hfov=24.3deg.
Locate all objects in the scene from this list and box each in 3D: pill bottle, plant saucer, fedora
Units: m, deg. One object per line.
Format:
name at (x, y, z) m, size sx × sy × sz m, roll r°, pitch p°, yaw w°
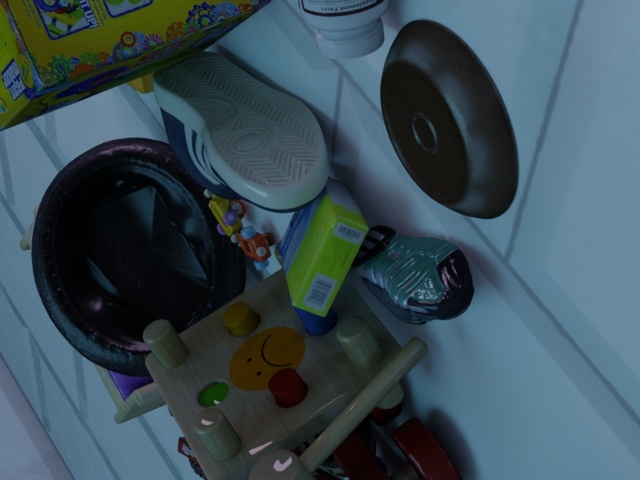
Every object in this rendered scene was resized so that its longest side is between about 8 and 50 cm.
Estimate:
pill bottle at (0.017, -0.248, 1.361) m, size 0.086 × 0.086 × 0.152 m, roll 38°, pitch 146°, yaw 49°
plant saucer at (0.109, -0.105, 1.375) m, size 0.198 × 0.036 × 0.198 m, roll 48°, pitch 153°, yaw 34°
fedora at (-0.240, 0.026, 2.092) m, size 0.334 × 0.334 × 0.152 m, roll 61°, pitch -172°, yaw 11°

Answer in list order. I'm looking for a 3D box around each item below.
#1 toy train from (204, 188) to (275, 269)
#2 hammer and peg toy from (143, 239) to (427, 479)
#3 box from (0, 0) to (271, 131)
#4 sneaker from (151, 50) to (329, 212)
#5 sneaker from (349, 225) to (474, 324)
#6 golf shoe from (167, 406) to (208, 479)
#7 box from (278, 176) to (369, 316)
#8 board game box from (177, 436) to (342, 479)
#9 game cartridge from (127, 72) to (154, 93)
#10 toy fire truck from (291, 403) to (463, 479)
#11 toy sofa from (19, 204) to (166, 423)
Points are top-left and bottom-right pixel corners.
toy train at (-0.107, -0.048, 1.919) m, size 0.125 × 0.046 × 0.166 m, roll 18°, pitch 134°, yaw 62°
hammer and peg toy at (-0.027, 0.163, 1.640) m, size 0.361 × 0.266 × 0.127 m, roll 49°, pitch 171°, yaw 52°
box at (-0.251, -0.274, 1.687) m, size 0.177 × 0.279 × 0.290 m, roll 67°, pitch 159°, yaw -4°
sneaker at (-0.081, -0.094, 1.716) m, size 0.350 × 0.131 × 0.148 m, roll 48°, pitch 157°, yaw 52°
sneaker at (0.109, 0.051, 1.517) m, size 0.098 × 0.083 × 0.224 m, roll 54°, pitch 171°, yaw -25°
golf shoe at (-0.203, 0.320, 2.528) m, size 0.086 × 0.067 × 0.186 m, roll -94°, pitch -14°, yaw -73°
box at (0.000, 0.000, 1.594) m, size 0.109 × 0.042 × 0.178 m, roll -64°, pitch 14°, yaw 14°
board game box at (-0.091, 0.328, 2.162) m, size 0.281 × 0.145 × 0.027 m, roll 12°, pitch 94°, yaw 63°
game cartridge at (-0.318, -0.387, 2.029) m, size 0.285 × 0.053 × 0.323 m, roll 35°, pitch 145°, yaw 51°
toy fire truck at (0.056, 0.287, 1.779) m, size 0.302 × 0.169 × 0.254 m, roll 49°, pitch 172°, yaw 36°
toy sofa at (-0.314, 0.087, 2.339) m, size 0.362 × 0.150 × 0.177 m, roll 59°, pitch 142°, yaw 14°
